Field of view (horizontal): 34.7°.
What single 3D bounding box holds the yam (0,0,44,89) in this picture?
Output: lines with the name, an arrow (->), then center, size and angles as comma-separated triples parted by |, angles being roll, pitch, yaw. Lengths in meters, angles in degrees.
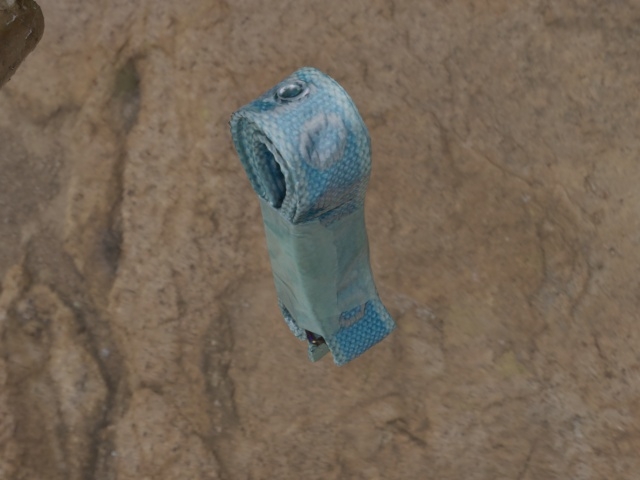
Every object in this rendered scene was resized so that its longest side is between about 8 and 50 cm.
yam -> -0.433, -0.202, 1.181 | 0.128, 0.129, 0.238 | 35, 63, -10

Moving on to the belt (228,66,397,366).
belt -> 0.000, 0.000, 0.746 | 0.072, 0.302, 0.087 | -40, 59, -19
